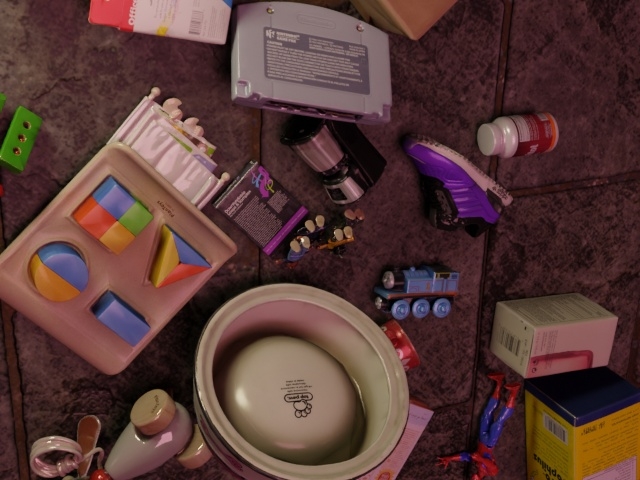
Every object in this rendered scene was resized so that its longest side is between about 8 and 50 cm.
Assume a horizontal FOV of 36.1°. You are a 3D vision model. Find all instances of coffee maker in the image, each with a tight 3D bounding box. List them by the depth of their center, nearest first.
[{"bbox_3d":[0.041,-0.179,1.812,0.171,0.120,0.178,-45,123,-5],"label":"coffee maker"}]

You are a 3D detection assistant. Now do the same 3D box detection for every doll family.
[{"bbox_3d":[0.000,0.000,1.886,0.193,0.111,0.076,-10,77,-16],"label":"doll family"}]

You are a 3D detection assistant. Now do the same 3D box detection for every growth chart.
[{"bbox_3d":[-0.266,-0.141,1.734,0.172,0.021,0.237,-44,123,-5],"label":"growth chart"}]

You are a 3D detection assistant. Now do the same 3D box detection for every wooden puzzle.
[{"bbox_3d":[-0.358,0.049,1.716,0.348,0.080,0.322,-44,123,1],"label":"wooden puzzle"}]

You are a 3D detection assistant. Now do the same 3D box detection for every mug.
[{"bbox_3d":[0.099,0.239,2.020,0.169,0.113,0.150,-31,128,-7],"label":"mug"}]

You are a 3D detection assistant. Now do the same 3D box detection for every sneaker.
[{"bbox_3d":[0.255,-0.094,1.964,0.293,0.102,0.146,32,95,-33],"label":"sneaker"}]

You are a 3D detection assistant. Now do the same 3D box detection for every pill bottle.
[{"bbox_3d":[0.400,-0.213,1.997,0.152,0.086,0.086,-10,114,-22],"label":"pill bottle"}]

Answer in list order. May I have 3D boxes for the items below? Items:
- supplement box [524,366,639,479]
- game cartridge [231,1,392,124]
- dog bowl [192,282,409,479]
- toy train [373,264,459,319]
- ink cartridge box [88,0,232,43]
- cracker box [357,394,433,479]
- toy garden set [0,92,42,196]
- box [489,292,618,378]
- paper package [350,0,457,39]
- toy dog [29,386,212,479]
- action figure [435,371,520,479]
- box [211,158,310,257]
[{"bbox_3d":[0.622,0.492,2.332,0.194,0.195,0.356,-16,116,-20],"label":"supplement box"},{"bbox_3d":[-0.015,-0.313,1.710,0.294,0.060,0.196,6,76,-24],"label":"game cartridge"},{"bbox_3d":[-0.051,0.287,1.818,0.408,0.407,0.150,-4,147,-25],"label":"dog bowl"},{"bbox_3d":[0.199,0.104,2.035,0.184,0.080,0.105,0,101,-24],"label":"toy train"},{"bbox_3d":[-0.262,-0.403,1.593,0.231,0.078,0.134,3,108,-28],"label":"ink cartridge box"},{"bbox_3d":[0.122,0.436,2.136,0.156,0.067,0.232,25,99,-33],"label":"cracker box"},{"bbox_3d":[-0.572,-0.163,1.506,0.244,0.049,0.203,33,52,-33],"label":"toy garden set"},{"bbox_3d":[0.518,0.209,2.191,0.232,0.148,0.126,-4,112,-25],"label":"box"},{"bbox_3d":[0.155,-0.563,1.685,0.325,0.168,0.309,-46,121,-2],"label":"paper package"},{"bbox_3d":[-0.368,0.381,1.847,0.334,0.161,0.220,-15,120,-4],"label":"toy dog"},{"bbox_3d":[0.359,0.448,2.246,0.139,0.091,0.280,-2,110,-33],"label":"action figure"},{"bbox_3d":[-0.110,-0.060,1.840,0.116,0.029,0.162,-48,124,-3],"label":"box"}]
